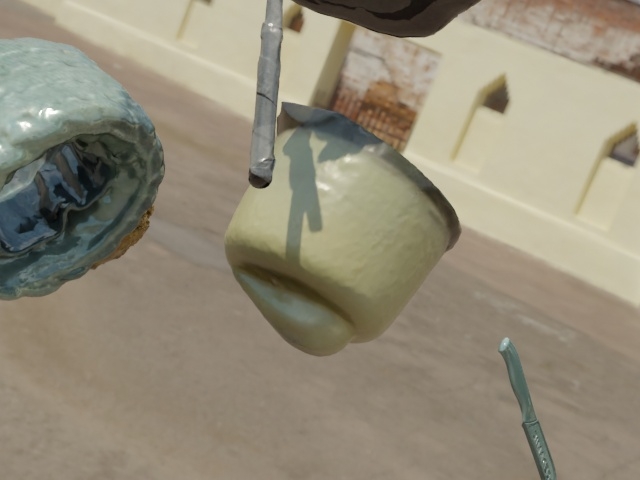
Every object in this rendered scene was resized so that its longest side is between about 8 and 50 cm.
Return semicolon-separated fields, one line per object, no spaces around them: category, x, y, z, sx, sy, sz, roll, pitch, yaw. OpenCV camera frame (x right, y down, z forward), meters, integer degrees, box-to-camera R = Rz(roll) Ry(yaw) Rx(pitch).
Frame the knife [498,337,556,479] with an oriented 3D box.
knife;0.250;0.213;1.271;0.015;0.210;0.028;-11;15;37

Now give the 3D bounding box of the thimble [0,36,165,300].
thimble;-0.275;-0.064;0.934;0.172;0.250;0.205;42;-23;28

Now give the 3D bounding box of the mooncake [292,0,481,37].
mooncake;0.059;-0.316;0.833;0.306;0.154;0.306;23;-36;18

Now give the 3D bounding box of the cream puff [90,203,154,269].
cream puff;-0.337;-0.032;1.631;0.129;0.189;0.189;58;11;2

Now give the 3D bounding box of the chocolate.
chocolate;0.000;0.000;1.579;0.326;0.297;0.314;27;-19;50

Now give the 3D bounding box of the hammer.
hammer;-0.055;-0.270;1.284;0.044;0.427;0.152;4;-8;-4
